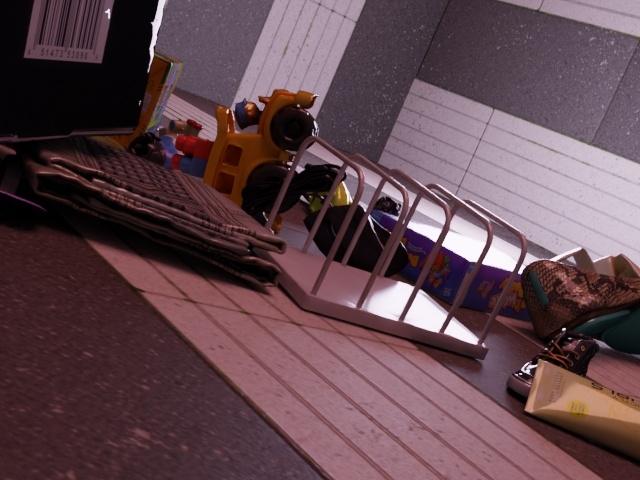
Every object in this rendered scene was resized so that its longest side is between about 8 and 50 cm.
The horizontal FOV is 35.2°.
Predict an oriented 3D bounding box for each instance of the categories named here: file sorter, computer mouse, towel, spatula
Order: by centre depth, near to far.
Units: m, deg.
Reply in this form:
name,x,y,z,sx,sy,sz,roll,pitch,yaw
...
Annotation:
name,x,y,z,sx,sy,sz,roll,pitch,yaw
spatula,-0.337,-0.067,1.102,0.084,0.030,0.296,22,8,-17
towel,-0.211,-0.064,1.206,0.312,0.056,0.324,24,8,-28
file sorter,0.091,0.007,1.271,0.278,0.173,0.193,19,13,-30
computer mouse,0.000,0.000,1.423,0.184,0.060,0.262,-11,-38,28

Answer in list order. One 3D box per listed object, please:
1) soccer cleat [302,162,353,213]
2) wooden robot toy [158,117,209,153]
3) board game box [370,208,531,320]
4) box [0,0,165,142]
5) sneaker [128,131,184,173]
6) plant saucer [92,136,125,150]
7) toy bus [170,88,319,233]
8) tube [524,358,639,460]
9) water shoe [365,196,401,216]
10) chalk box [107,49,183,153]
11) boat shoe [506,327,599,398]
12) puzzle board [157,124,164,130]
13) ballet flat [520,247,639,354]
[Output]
name,x,y,z,sx,sy,sz,roll,pitch,yaw
soccer cleat,0.029,-0.087,1.987,0.121,0.093,0.289,28,8,-15
wooden robot toy,-0.279,-0.199,1.950,0.079,0.076,0.173,2,20,-38
board game box,0.260,0.051,1.787,0.347,0.078,0.233,14,12,-46
box,-0.474,-0.307,1.086,0.472,0.297,0.480,17,12,12
sneaker,-0.282,-0.155,1.689,0.085,0.058,0.152,28,12,-30
plant saucer,-0.402,-0.157,1.459,0.241,0.037,0.241,22,9,-4
toy bus,-0.118,-0.142,1.554,0.212,0.220,0.149,17,5,2
tube,0.346,0.208,1.117,0.240,0.062,0.070,23,-3,9
water shoe,0.114,-0.054,2.037,0.073,0.080,0.203,24,9,10
chalk box,-0.367,-0.280,1.831,0.180,0.179,0.289,23,9,-7
boat shoe,0.284,0.150,1.226,0.065,0.083,0.183,28,10,27
puzzle board,-0.398,-0.263,2.209,0.096,0.011,0.128,27,9,20
ballet flat,0.498,0.095,1.767,0.483,0.164,0.182,10,50,-50
